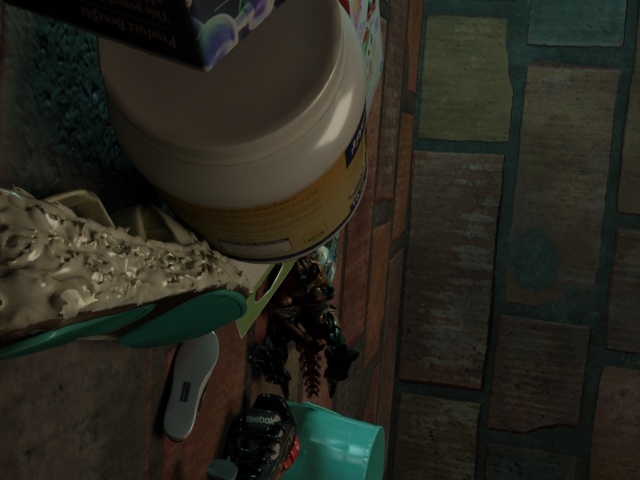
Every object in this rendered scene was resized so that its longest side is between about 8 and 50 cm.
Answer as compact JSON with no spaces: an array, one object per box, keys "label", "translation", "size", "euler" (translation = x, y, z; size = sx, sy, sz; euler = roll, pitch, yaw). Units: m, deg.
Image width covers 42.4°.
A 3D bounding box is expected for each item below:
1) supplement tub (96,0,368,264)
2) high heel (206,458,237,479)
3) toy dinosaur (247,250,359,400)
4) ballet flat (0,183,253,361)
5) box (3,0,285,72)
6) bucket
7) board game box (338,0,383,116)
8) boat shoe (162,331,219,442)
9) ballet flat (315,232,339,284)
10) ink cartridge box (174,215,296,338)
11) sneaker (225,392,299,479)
[{"label":"supplement tub","translation":[-0.068,-0.118,0.781],"size":[0.316,0.228,0.228],"euler":[77,21,-75]},{"label":"high heel","translation":[-0.175,0.395,0.956],"size":[0.261,0.093,0.186],"euler":[-37,144,-63]},{"label":"toy dinosaur","translation":[-0.016,0.141,1.379],"size":[0.218,0.164,0.322],"euler":[-93,157,-55]},{"label":"ballet flat","translation":[-0.170,0.022,0.726],"size":[0.409,0.147,0.146],"euler":[20,77,-76]},{"label":"box","translation":[-0.099,-0.359,0.488],"size":[0.293,0.212,0.395],"euler":[-51,150,-28]},{"label":"bucket","translation":[0.005,0.438,1.479],"size":[0.281,0.183,0.281],"euler":[7,90,-76]},{"label":"board game box","translation":[0.064,-0.404,1.627],"size":[0.316,0.064,0.242],"euler":[81,20,-47]},{"label":"boat shoe","translation":[-0.160,0.176,0.999],"size":[0.040,0.049,0.142],"euler":[110,-4,-61]},{"label":"ballet flat","translation":[0.000,0.000,1.567],"size":[0.070,0.070,0.188],"euler":[63,34,-66]},{"label":"ink cartridge box","translation":[-0.098,-0.008,1.062],"size":[0.171,0.056,0.235],"euler":[-55,155,-33]},{"label":"sneaker","translation":[-0.097,0.322,1.193],"size":[0.276,0.098,0.135],"euler":[-62,155,-62]}]
